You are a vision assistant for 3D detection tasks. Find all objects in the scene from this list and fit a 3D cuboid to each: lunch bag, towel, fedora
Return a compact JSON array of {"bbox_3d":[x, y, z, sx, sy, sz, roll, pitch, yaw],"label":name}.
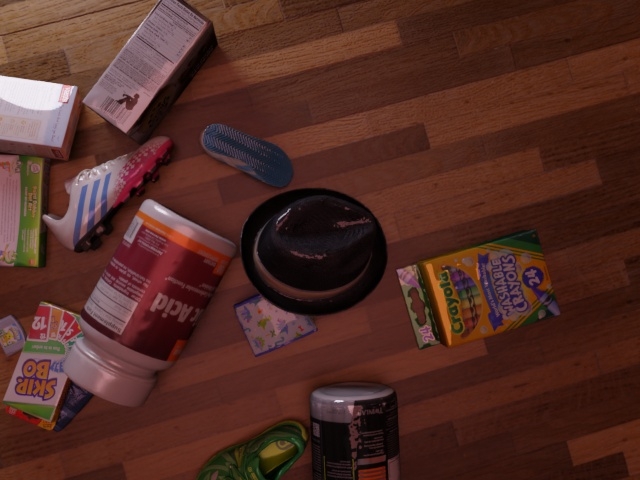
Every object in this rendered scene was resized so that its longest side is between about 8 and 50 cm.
[{"bbox_3d":[-0.102,0.172,1.505,0.151,0.096,0.128,-24,91,-14],"label":"lunch bag"},{"bbox_3d":[-0.566,0.365,1.504,0.067,0.029,0.119,42,87,-3],"label":"towel"},{"bbox_3d":[0.000,0.000,1.440,0.334,0.152,0.333,4,69,-11],"label":"fedora"}]

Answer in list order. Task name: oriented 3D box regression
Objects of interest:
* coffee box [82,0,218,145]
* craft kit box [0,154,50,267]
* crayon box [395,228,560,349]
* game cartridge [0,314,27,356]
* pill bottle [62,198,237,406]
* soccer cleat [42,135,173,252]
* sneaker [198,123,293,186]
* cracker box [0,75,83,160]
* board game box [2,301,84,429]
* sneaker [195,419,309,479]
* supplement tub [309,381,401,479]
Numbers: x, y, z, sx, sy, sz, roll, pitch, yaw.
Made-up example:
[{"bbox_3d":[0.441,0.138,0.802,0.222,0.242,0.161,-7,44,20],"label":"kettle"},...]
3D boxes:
[{"bbox_3d":[-0.358,-0.366,1.458,0.119,0.168,0.297,36,86,-3],"label":"coffee box"},{"bbox_3d":[-0.732,-0.068,1.487,0.247,0.061,0.249,3,89,-1],"label":"craft kit box"},{"bbox_3d":[0.358,0.116,1.543,0.323,0.083,0.203,-17,90,-3],"label":"crayon box"},{"bbox_3d":[-0.690,0.211,1.505,0.056,0.017,0.083,-27,91,-7],"label":"game cartridge"},{"bbox_3d":[-0.362,0.132,1.423,0.224,0.224,0.392,28,88,-3],"label":"pill bottle"},{"bbox_3d":[-0.467,-0.125,1.473,0.143,0.116,0.331,41,87,-3],"label":"soccer cleat"},{"bbox_3d":[-0.164,-0.193,1.513,0.229,0.092,0.087,28,85,-23],"label":"sneaker"},{"bbox_3d":[-0.652,-0.269,1.465,0.232,0.067,0.155,8,68,-3],"label":"cracker box"},{"bbox_3d":[-0.602,0.276,1.485,0.124,0.039,0.259,18,88,9],"label":"board game box"},{"bbox_3d":[-0.159,0.498,1.483,0.296,0.123,0.109,-35,92,-3],"label":"sneaker"},{"bbox_3d":[0.077,0.478,1.465,0.194,0.193,0.315,-2,89,-4],"label":"supplement tub"}]
